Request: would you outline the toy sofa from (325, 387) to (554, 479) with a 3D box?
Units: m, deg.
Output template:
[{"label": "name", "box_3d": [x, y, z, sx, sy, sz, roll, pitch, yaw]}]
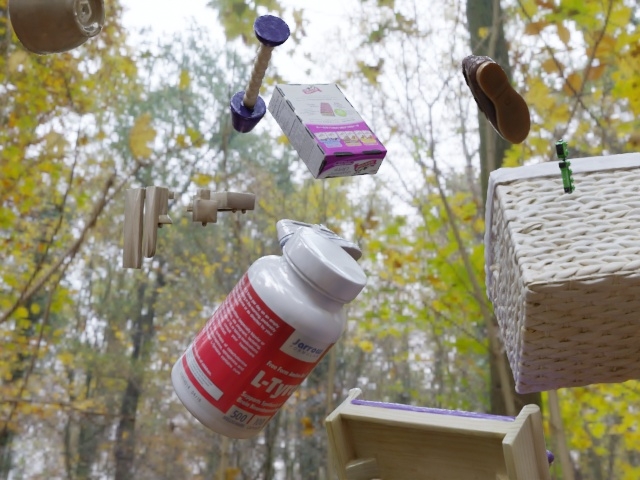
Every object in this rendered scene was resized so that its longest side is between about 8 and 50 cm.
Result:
[{"label": "toy sofa", "box_3d": [0.206, 0.344, 1.445, 0.363, 0.177, 0.150, -2, -70, 35]}]

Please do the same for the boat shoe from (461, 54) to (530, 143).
[{"label": "boat shoe", "box_3d": [0.330, -0.268, 1.579, 0.073, 0.073, 0.207, -42, -52, -7]}]

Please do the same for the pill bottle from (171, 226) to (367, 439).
[{"label": "pill bottle", "box_3d": [-0.097, 0.180, 1.676, 0.229, 0.229, 0.407, 26, -71, -37]}]

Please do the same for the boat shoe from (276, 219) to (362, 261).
[{"label": "boat shoe", "box_3d": [0.000, 0.000, 2.001, 0.095, 0.084, 0.258, -36, -33, 27]}]

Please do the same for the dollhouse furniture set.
[{"label": "dollhouse furniture set", "box_3d": [-0.204, -0.014, 1.293, 0.151, 0.123, 0.144, 4, -3, -35]}]

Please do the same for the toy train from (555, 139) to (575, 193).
[{"label": "toy train", "box_3d": [0.363, -0.108, 1.248, 0.017, 0.083, 0.024, -8, 10, 31]}]

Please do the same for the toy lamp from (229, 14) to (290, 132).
[{"label": "toy lamp", "box_3d": [-0.125, -0.313, 1.644, 0.080, 0.080, 0.274, 8, -34, -13]}]

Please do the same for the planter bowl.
[{"label": "planter bowl", "box_3d": [-0.448, -0.405, 1.473, 0.109, 0.162, 0.162, 6, -27, 19]}]

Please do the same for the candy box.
[{"label": "candy box", "box_3d": [0.011, -0.232, 1.756, 0.159, 0.233, 0.071, -7, -40, -33]}]

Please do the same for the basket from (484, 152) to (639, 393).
[{"label": "basket", "box_3d": [0.466, 0.059, 1.424, 0.332, 0.266, 0.328, -7, -44, 2]}]
